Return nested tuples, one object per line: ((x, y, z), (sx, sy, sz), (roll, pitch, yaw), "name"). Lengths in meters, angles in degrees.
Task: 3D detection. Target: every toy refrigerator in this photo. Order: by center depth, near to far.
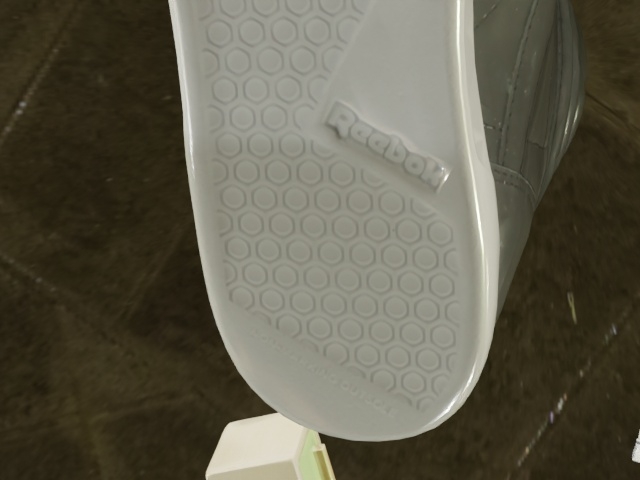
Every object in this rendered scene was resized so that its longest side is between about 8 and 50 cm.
((-0.016, 0.303, 1.308), (0.094, 0.102, 0.270), (-13, 107, 13), "toy refrigerator")

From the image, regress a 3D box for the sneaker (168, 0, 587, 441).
((0.021, -0.109, 0.370), (0.104, 0.147, 0.296), (6, 115, 14), "sneaker")

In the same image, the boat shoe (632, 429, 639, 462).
((0.186, 0.092, 0.599), (0.100, 0.035, 0.035), (13, 85, 27), "boat shoe")
